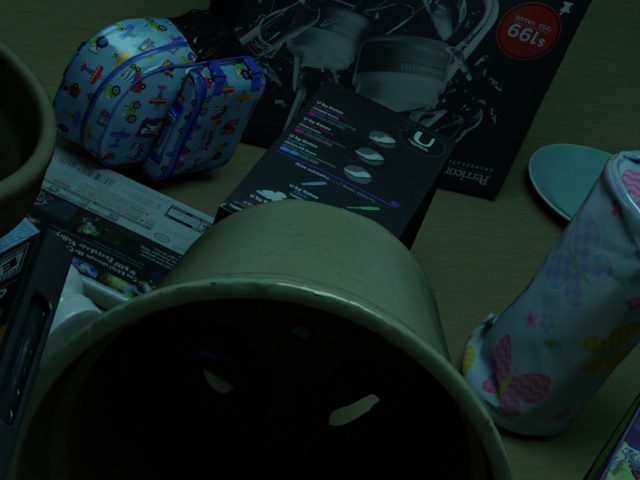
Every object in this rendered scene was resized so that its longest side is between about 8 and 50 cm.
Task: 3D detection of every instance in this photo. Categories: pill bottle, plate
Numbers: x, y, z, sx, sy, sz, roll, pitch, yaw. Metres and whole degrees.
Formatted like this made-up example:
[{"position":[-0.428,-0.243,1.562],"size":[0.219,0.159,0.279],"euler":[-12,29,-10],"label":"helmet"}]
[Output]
[{"position":[-0.250,0.032,1.353],"size":[0.087,0.087,0.160],"euler":[-18,51,-45],"label":"pill bottle"},{"position":[0.314,-0.043,1.848],"size":[0.188,0.024,0.188],"euler":[16,35,-11],"label":"plate"}]

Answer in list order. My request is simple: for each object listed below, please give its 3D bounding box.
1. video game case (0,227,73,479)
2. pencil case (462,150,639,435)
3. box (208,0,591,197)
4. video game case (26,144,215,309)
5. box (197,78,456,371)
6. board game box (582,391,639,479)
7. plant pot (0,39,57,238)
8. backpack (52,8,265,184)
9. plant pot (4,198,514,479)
[{"position":[-0.291,0.130,1.058],"size":[0.035,0.275,0.248],"euler":[51,23,-26],"label":"video game case"},{"position":[0.231,0.050,1.452],"size":[0.113,0.273,0.124],"euler":[8,43,-33],"label":"pencil case"},{"position":[0.074,-0.246,1.729],"size":[0.343,0.312,0.179],"euler":[12,35,-15],"label":"box"},{"position":[-0.190,-0.003,1.498],"size":[0.190,0.022,0.173],"euler":[25,33,2],"label":"video game case"},{"position":[0.000,0.000,1.474],"size":[0.143,0.165,0.270],"euler":[26,34,6],"label":"box"},{"position":[0.139,0.240,1.057],"size":[0.056,0.346,0.208],"euler":[34,36,13],"label":"board game box"},{"position":[-0.354,-0.029,1.242],"size":[0.263,0.229,0.263],"euler":[17,37,-13],"label":"plant pot"},{"position":[-0.160,-0.132,1.568],"size":[0.173,0.158,0.117],"euler":[-11,51,-49],"label":"backpack"},{"position":[-0.030,0.122,1.189],"size":[0.334,0.333,0.305],"euler":[21,22,-4],"label":"plant pot"}]
